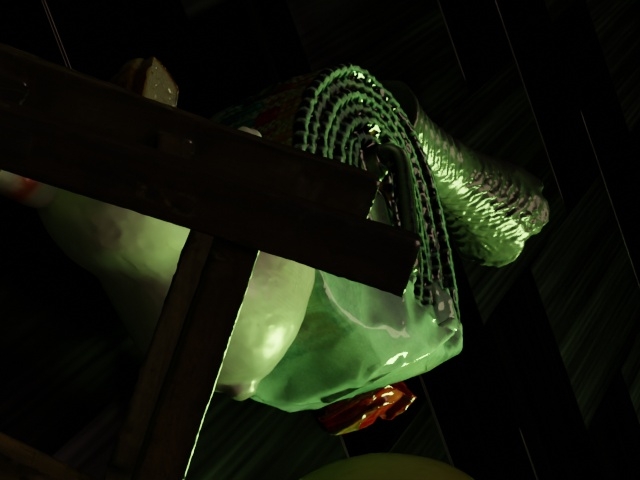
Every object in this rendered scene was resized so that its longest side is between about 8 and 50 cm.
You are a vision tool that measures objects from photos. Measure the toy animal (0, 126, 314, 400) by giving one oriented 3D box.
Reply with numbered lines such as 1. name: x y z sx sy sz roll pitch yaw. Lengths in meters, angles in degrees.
1. toy animal: -0.111 -0.022 1.203 0.282 0.141 0.138 53 33 -37

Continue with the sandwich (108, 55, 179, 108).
1. sandwich: -0.118 -0.075 1.343 0.093 0.036 0.105 50 32 -41

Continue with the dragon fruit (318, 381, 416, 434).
1. dragon fruit: 0.051 0.118 1.563 0.131 0.063 0.097 31 48 -57

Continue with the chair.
1. chair: -0.196 0.021 0.876 0.203 0.416 0.240 -105 -144 -76

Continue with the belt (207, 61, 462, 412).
1. belt: 0.000 0.000 1.420 0.207 0.150 0.257 27 50 -48

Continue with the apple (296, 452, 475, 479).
1. apple: 0.046 0.280 1.227 0.279 0.279 0.279 44 38 -49

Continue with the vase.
1. vase: 0.113 -0.066 1.778 0.237 0.115 0.115 32 47 -51
